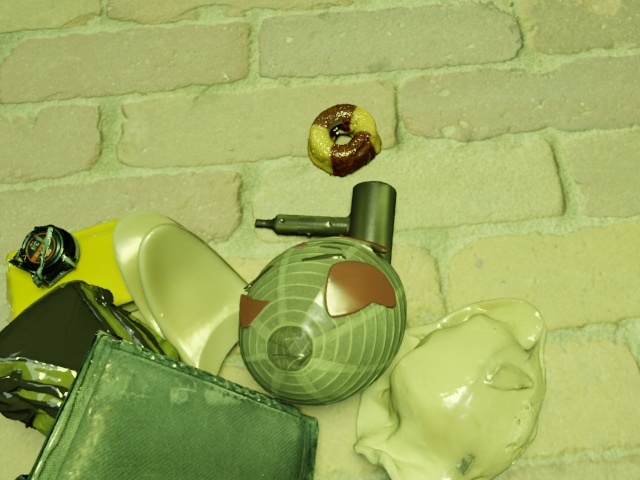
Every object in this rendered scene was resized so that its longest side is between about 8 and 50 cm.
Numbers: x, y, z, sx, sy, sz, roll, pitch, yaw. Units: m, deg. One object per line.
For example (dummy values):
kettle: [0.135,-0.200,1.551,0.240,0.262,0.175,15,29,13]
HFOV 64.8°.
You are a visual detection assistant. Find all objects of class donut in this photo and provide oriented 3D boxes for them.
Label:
donut: [0.044,-0.189,0.928,0.140,0.059,0.140,-2,67,4]

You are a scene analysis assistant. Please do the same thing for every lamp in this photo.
lamp: [0.002,0.114,0.714,0.265,0.233,0.233,-26,69,20]

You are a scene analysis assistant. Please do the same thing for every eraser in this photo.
eraser: [-0.408,0.065,0.857,0.226,0.069,0.158,-19,72,-4]

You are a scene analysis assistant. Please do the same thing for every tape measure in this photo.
tape measure: [-0.437,0.023,0.808,0.091,0.054,0.094,35,82,15]

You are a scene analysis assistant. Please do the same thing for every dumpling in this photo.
dumpling: [0.185,0.220,0.738,0.243,0.187,0.318,13,56,50]

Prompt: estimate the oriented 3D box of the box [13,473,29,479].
box: [-0.406,0.510,0.668,0.261,0.116,0.279,-39,72,-13]

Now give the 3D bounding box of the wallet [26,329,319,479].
wallet: [-0.163,0.282,0.621,0.342,0.075,0.237,30,47,-25]

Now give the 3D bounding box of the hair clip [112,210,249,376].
hair clip: [-0.213,0.074,0.803,0.172,0.113,0.282,-43,110,-25]

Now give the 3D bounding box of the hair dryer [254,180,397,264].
hair dryer: [0.000,0.000,0.864,0.248,0.078,0.195,3,71,15]

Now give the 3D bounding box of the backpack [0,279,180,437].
backpack: [-0.322,0.177,0.707,0.253,0.140,0.207,29,47,4]
